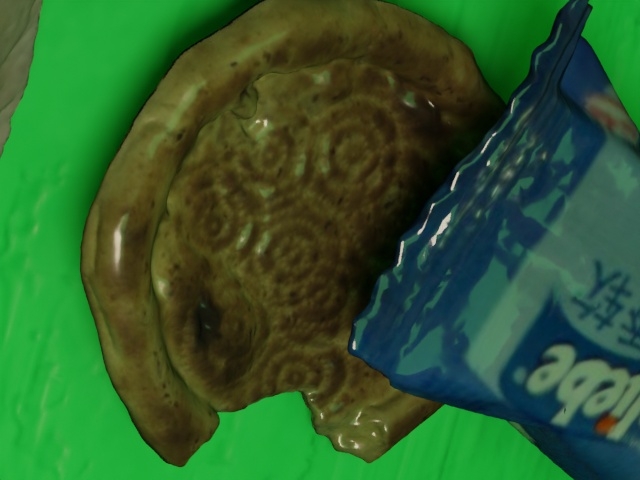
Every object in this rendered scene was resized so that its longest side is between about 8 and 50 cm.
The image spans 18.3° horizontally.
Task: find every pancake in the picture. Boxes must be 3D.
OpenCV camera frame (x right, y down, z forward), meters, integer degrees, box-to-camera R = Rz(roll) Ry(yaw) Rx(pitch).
[{"bbox_3d":[0.000,0.000,0.849,0.235,0.029,0.212,-3,107,-37],"label":"pancake"}]

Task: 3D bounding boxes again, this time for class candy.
[{"bbox_3d":[0.153,0.039,0.925,0.331,0.077,0.187,34,85,-41],"label":"candy"}]

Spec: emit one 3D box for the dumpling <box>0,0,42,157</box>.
[{"bbox_3d":[-0.196,-0.067,0.671,0.293,0.163,0.204,62,36,-62],"label":"dumpling"}]
